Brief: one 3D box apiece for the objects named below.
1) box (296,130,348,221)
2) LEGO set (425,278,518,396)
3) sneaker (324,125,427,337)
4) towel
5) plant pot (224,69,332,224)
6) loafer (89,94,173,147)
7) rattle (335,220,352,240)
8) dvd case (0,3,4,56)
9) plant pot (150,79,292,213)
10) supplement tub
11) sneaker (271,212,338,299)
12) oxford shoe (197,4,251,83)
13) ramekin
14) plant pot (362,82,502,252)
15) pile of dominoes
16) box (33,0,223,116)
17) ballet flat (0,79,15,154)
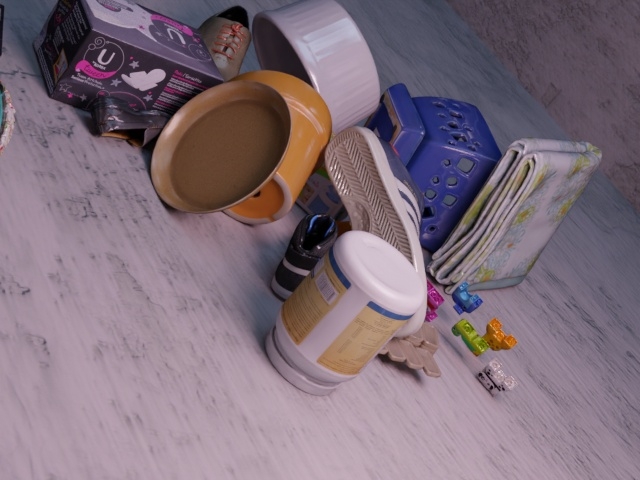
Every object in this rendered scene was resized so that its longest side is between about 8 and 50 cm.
[{"bbox_3d":[-0.015,-0.137,1.907,0.203,0.114,0.103,42,24,9],"label":"box"},{"bbox_3d":[0.253,0.161,1.828,0.087,0.093,0.227,-32,75,-32],"label":"LEGO set"},{"bbox_3d":[0.120,-0.014,1.714,0.148,0.131,0.350,13,60,-52],"label":"sneaker"},{"bbox_3d":[0.381,-0.046,2.060,0.090,0.320,0.374,43,24,23],"label":"towel"},{"bbox_3d":[-0.093,-0.134,1.722,0.205,0.205,0.188,31,41,-18],"label":"plant pot"},{"bbox_3d":[-0.282,-0.170,1.674,0.170,0.062,0.061,11,59,-40],"label":"loafer"},{"bbox_3d":[0.059,-0.041,1.884,0.143,0.130,0.199,-7,44,5],"label":"rattle"},{"bbox_3d":[-0.580,-0.358,1.612,0.221,0.018,0.164,25,29,-30],"label":"dvd case"},{"bbox_3d":[-0.145,-0.136,1.618,0.032,0.236,0.236,52,7,-51],"label":"plant pot"},{"bbox_3d":[0.030,0.100,1.463,0.144,0.199,0.144,32,26,-18],"label":"supplement tub"},{"bbox_3d":[0.000,0.000,1.661,0.079,0.121,0.217,27,29,2],"label":"sneaker"},{"bbox_3d":[-0.196,-0.348,1.992,0.123,0.130,0.348,30,26,-19],"label":"oxford shoe"},{"bbox_3d":[-0.004,-0.325,2.033,0.277,0.135,0.277,56,-15,23],"label":"ramekin"},{"bbox_3d":[0.188,-0.151,2.085,0.212,0.236,0.236,21,29,-22],"label":"plant pot"},{"bbox_3d":[0.070,0.125,1.701,0.251,0.040,0.196,24,28,-14],"label":"pile of dominoes"},{"bbox_3d":[-0.306,-0.288,1.725,0.247,0.142,0.163,18,32,-40],"label":"box"},{"bbox_3d":[-0.449,-0.189,1.438,0.241,0.091,0.077,60,10,32],"label":"ballet flat"}]
